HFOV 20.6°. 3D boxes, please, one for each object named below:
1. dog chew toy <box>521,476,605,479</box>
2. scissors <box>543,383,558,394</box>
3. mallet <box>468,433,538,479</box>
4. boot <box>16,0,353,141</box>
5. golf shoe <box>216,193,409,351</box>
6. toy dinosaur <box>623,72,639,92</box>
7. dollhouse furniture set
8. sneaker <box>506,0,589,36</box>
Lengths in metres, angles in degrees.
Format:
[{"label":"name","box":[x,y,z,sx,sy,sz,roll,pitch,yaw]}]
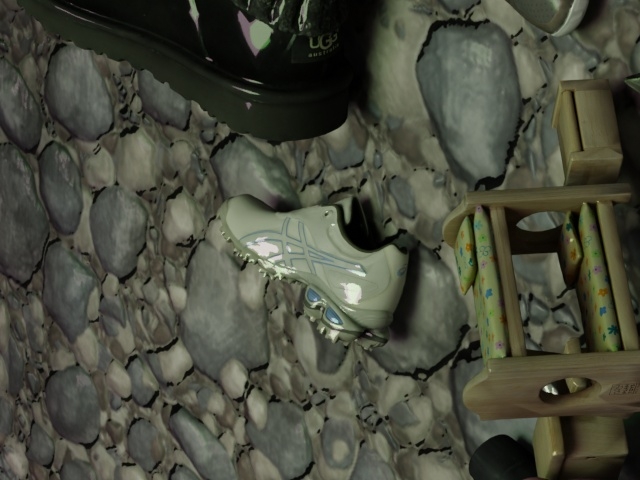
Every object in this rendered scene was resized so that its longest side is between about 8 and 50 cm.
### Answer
[{"label":"dog chew toy","box":[0.187,0.263,0.916,0.332,0.206,0.207,57,138,32]},{"label":"scissors","box":[0.180,0.234,1.065,0.297,0.021,0.109,61,142,20]},{"label":"mallet","box":[0.094,0.218,1.118,0.062,0.039,0.190,35,106,42]},{"label":"boot","box":[-0.088,-0.249,1.192,0.348,0.131,0.260,30,130,33]},{"label":"golf shoe","box":[0.000,0.000,1.223,0.176,0.069,0.086,38,108,38]},{"label":"toy dinosaur","box":[0.272,-0.024,0.809,0.322,0.164,0.218,-27,92,34]},{"label":"dollhouse furniture set","box":[0.117,0.030,1.008,0.161,0.101,0.182,92,175,-58]},{"label":"sneaker","box":[0.094,-0.176,1.031,0.158,0.065,0.061,56,138,28]}]
